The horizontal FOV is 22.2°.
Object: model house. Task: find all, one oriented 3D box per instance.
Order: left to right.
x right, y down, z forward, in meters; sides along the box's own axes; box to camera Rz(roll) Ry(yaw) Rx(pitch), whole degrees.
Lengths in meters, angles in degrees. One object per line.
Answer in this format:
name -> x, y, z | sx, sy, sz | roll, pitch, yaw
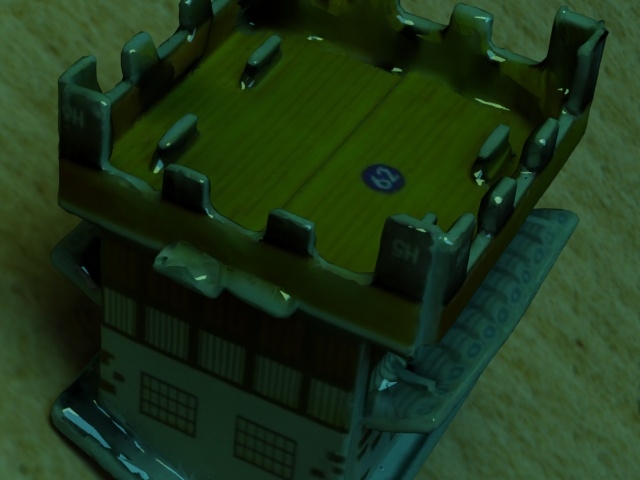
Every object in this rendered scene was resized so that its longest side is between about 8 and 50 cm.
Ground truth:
model house -> 0.000, 0.000, 0.754 | 0.198, 0.215, 0.224 | 21, 43, 17
